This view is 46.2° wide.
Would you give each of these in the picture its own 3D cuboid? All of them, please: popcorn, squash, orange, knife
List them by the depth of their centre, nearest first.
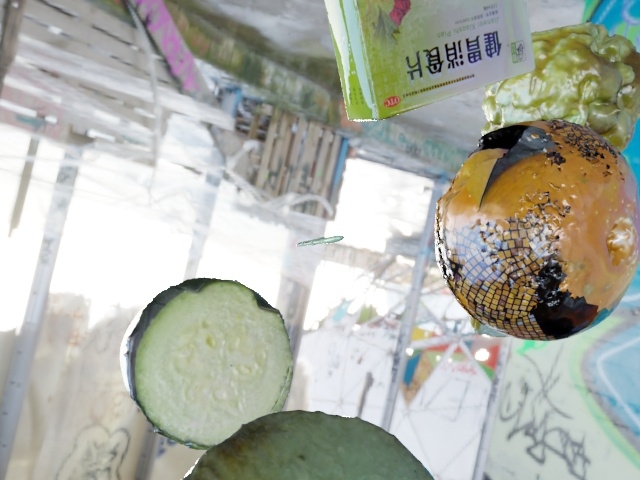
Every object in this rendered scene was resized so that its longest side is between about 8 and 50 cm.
[{"bbox_3d":[0.231,-0.009,0.784,0.234,0.235,0.182,15,169,-41],"label":"orange"},{"bbox_3d":[-0.153,0.159,0.961,0.220,0.220,0.133,14,160,-25],"label":"squash"},{"bbox_3d":[0.414,-0.245,1.315,0.282,0.282,0.247,14,-177,-30],"label":"popcorn"},{"bbox_3d":[0.000,0.000,1.526,0.030,0.014,0.207,-27,-172,-26],"label":"knife"}]

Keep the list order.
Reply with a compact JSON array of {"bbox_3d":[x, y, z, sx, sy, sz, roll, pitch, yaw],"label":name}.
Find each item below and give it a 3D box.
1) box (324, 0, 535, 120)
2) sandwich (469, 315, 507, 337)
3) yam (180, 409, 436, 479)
[{"bbox_3d":[0.132,-0.256,0.874,0.260,0.175,0.062,-22,-161,-30],"label":"box"},{"bbox_3d":[0.418,0.108,1.543,0.226,0.087,0.251,-2,142,12],"label":"sandwich"},{"bbox_3d":[-0.049,0.223,0.376,0.161,0.268,0.161,27,-152,-16],"label":"yam"}]
